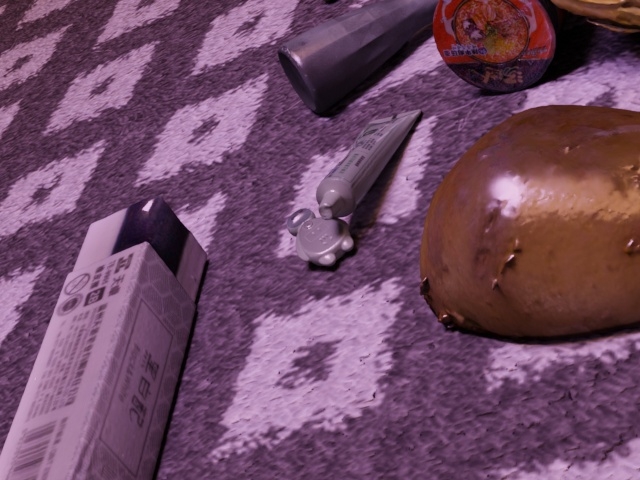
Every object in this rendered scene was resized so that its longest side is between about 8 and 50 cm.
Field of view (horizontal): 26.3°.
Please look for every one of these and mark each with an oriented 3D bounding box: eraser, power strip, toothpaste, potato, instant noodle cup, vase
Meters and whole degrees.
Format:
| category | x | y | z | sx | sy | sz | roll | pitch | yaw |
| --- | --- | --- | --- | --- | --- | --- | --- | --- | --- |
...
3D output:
| category | x | y | z | sx | sy | sz | roll | pitch | yaw |
| --- | --- | --- | --- | --- | --- | --- | --- | --- | --- |
| eraser | -0.191 | 0.118 | 1.218 | 0.098 | 0.096 | 0.404 | -23 | 30 | 21 |
| power strip | 0.000 | 0.000 | 1.281 | 0.055 | 0.035 | 0.083 | -40 | 43 | -11 |
| toothpaste | 0.042 | -0.077 | 1.327 | 0.064 | 0.041 | 0.218 | -13 | 22 | 28 |
| potato | 0.195 | -0.041 | 1.066 | 0.299 | 0.116 | 0.239 | 0 | 38 | 42 |
| instant noodle cup | 0.192 | -0.232 | 1.356 | 0.127 | 0.127 | 0.136 | -10 | 28 | 36 |
| vase | 0.063 | -0.231 | 1.515 | 0.214 | 0.086 | 0.086 | -33 | 29 | -8 |

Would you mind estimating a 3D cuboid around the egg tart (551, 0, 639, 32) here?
| category | x | y | z | sx | sy | sz | roll | pitch | yaw |
| --- | --- | --- | --- | --- | --- | --- | --- | --- | --- |
| egg tart | 0.325 | -0.334 | 1.269 | 0.345 | 0.132 | 0.345 | -3 | 76 | 13 |
